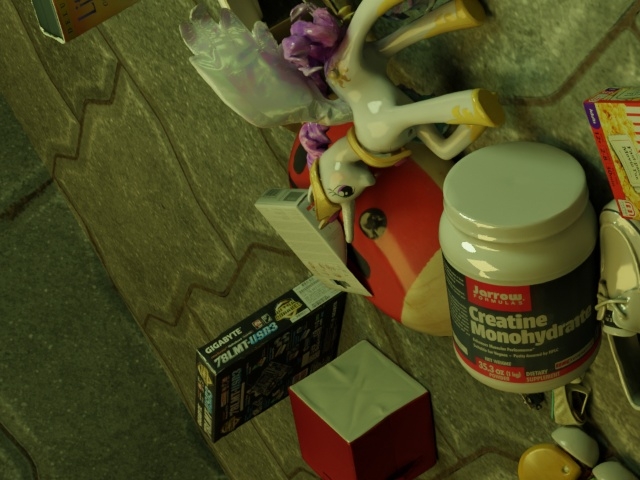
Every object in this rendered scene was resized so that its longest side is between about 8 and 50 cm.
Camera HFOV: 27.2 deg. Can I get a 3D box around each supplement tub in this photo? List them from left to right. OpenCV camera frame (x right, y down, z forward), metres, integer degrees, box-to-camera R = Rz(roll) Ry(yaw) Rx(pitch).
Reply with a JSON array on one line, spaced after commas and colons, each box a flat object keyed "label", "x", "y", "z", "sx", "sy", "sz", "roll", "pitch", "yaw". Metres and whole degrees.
[{"label": "supplement tub", "x": 0.247, "y": 0.036, "z": 1.629, "sx": 0.191, "sy": 0.191, "sz": 0.272, "roll": 37, "pitch": 149, "yaw": 44}]

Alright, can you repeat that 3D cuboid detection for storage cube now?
[{"label": "storage cube", "x": 0.074, "y": 0.329, "z": 2.363, "sx": 0.215, "sy": 0.183, "sz": 0.193, "roll": 39, "pitch": 149, "yaw": 41}]

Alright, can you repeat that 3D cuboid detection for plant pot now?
[{"label": "plant pot", "x": -0.011, "y": -0.268, "z": 1.925, "sx": 0.109, "sy": 0.109, "sz": 0.096, "roll": 56, "pitch": 170, "yaw": 7}]

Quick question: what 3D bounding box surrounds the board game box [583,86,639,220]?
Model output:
[{"label": "board game box", "x": 0.376, "y": -0.088, "z": 1.396, "sx": 0.193, "sy": 0.045, "sz": 0.147, "roll": 11, "pitch": 128, "yaw": 61}]

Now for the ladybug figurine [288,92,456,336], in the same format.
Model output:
[{"label": "ladybug figurine", "x": 0.097, "y": -0.030, "z": 1.901, "sx": 0.449, "sy": 0.162, "sz": 0.305, "roll": 47, "pitch": 155, "yaw": 28}]

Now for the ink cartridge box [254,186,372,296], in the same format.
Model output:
[{"label": "ink cartridge box", "x": 0.000, "y": 0.000, "z": 1.901, "sx": 0.179, "sy": 0.045, "sz": 0.145, "roll": 47, "pitch": 163, "yaw": -21}]

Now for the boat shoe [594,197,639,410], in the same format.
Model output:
[{"label": "boat shoe", "x": 0.368, "y": 0.081, "z": 1.564, "sx": 0.096, "sy": 0.088, "sz": 0.267, "roll": 26, "pitch": 141, "yaw": 54}]

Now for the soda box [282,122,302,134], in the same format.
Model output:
[{"label": "soda box", "x": -0.059, "y": -0.216, "z": 2.009, "sx": 0.058, "sy": 0.061, "sz": 0.181, "roll": 52, "pitch": -167, "yaw": 26}]

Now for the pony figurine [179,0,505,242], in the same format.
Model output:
[{"label": "pony figurine", "x": 0.040, "y": -0.205, "z": 1.674, "sx": 0.363, "sy": 0.303, "sz": 0.351, "roll": -33, "pitch": 87, "yaw": 44}]

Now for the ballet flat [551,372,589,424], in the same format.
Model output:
[{"label": "ballet flat", "x": 0.343, "y": 0.191, "z": 1.820, "sx": 0.052, "sy": 0.057, "sz": 0.168, "roll": 10, "pitch": 137, "yaw": 26}]

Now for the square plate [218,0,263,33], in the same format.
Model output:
[{"label": "square plate", "x": -0.164, "y": -0.442, "z": 1.966, "sx": 0.344, "sy": 0.049, "sz": 0.347, "roll": -121, "pitch": 6, "yaw": -77}]

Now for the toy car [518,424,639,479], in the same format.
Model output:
[{"label": "toy car", "x": 0.368, "y": 0.366, "z": 1.879, "sx": 0.182, "sy": 0.159, "sz": 0.136, "roll": 42, "pitch": -174, "yaw": 35}]

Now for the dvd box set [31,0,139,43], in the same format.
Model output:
[{"label": "dvd box set", "x": -0.210, "y": -0.476, "z": 1.658, "sx": 0.062, "sy": 0.420, "sz": 0.308, "roll": 28, "pitch": 143, "yaw": 39}]

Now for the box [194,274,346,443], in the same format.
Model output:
[{"label": "box", "x": -0.095, "y": 0.217, "z": 2.437, "sx": 0.073, "sy": 0.293, "sz": 0.295, "roll": 50, "pitch": 156, "yaw": 24}]

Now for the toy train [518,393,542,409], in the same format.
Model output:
[{"label": "toy train", "x": 0.279, "y": 0.184, "z": 1.960, "sx": 0.158, "sy": 0.027, "sz": 0.036, "roll": 57, "pitch": 161, "yaw": 7}]
